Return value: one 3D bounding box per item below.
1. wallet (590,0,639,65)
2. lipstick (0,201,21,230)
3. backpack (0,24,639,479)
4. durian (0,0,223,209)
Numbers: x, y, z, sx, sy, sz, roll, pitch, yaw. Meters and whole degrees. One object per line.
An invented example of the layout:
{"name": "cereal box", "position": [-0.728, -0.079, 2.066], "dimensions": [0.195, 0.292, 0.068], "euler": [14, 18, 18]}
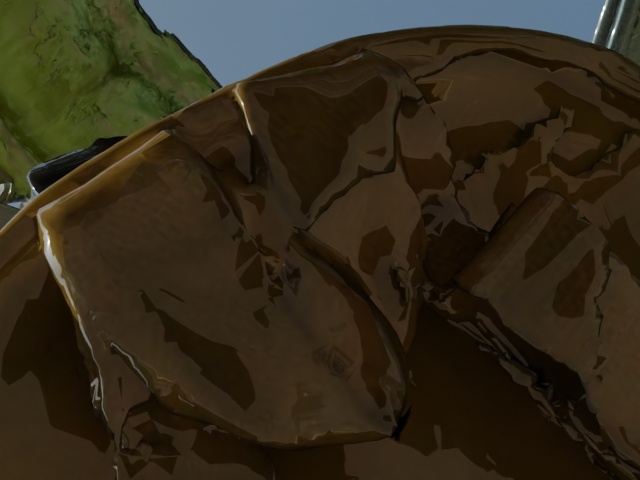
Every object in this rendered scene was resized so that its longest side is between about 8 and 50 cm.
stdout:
{"name": "wallet", "position": [0.254, -0.121, 1.081], "dimensions": [0.290, 0.054, 0.251], "euler": [-5, -59, -35]}
{"name": "lipstick", "position": [-0.025, 0.055, 0.717], "dimensions": [0.254, 0.070, 0.070], "euler": [20, -109, 10]}
{"name": "backpack", "position": [0.052, 0.131, 0.506], "dimensions": [0.353, 0.201, 0.378], "euler": [-23, -88, -24]}
{"name": "durian", "position": [-0.164, -0.115, 1.256], "dimensions": [0.169, 0.158, 0.352], "euler": [-34, -78, 8]}
